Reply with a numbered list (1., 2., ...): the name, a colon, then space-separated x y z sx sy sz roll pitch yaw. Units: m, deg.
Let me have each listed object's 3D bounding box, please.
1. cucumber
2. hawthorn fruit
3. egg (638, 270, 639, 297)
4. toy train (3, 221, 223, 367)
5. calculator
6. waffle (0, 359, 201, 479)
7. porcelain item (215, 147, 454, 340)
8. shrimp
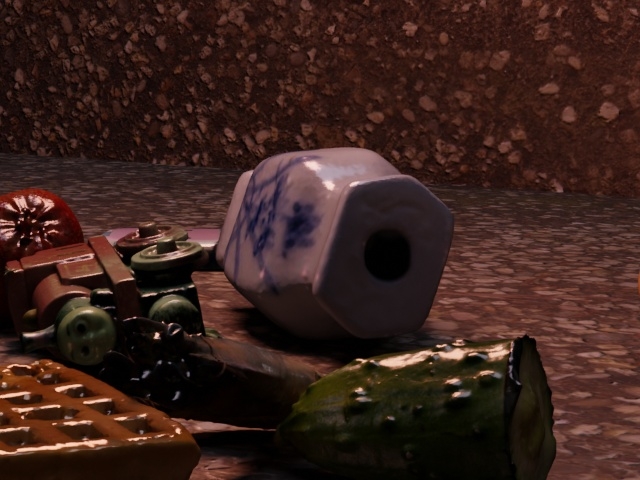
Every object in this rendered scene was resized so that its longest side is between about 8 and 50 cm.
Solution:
1. cucumber: 0.068 0.151 1.248 0.244 0.134 0.134 -8 4 25
2. hawthorn fruit: -0.379 0.029 1.914 0.169 0.169 0.188 -2 -29 -22
3. egg: 0.484 0.043 1.734 0.244 0.201 0.201 -9 8 -2
4. toy train: -0.235 0.072 1.714 0.221 0.150 0.304 -12 12 -13
5. calculator: -0.212 0.013 2.413 0.293 0.051 0.173 0 7 -3
6. waffle: -0.248 0.164 1.169 0.224 0.098 0.327 -2 9 -30
7. porcelain item: 0.000 0.000 1.866 0.178 0.242 0.405 18 -2 -23
8. shrimp: -0.111 0.124 1.317 0.178 0.075 0.289 -14 -17 33
